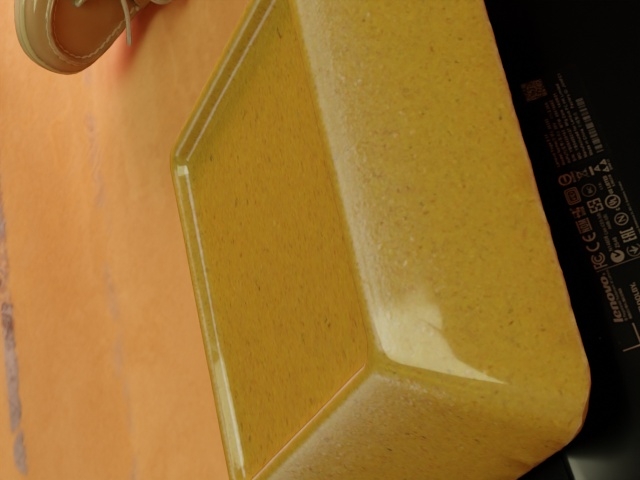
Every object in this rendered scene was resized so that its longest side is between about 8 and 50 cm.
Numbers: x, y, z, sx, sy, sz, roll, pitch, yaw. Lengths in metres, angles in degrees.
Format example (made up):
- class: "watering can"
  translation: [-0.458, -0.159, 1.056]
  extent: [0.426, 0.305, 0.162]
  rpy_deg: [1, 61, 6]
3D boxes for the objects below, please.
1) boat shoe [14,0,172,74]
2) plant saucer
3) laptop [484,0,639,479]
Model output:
- class: "boat shoe"
  translation: [-0.134, -0.249, 1.169]
  extent: [0.089, 0.104, 0.285]
  rpy_deg: [32, 100, 46]
- class: "plant saucer"
  translation: [0.000, 0.000, 0.872]
  extent: [0.333, 0.081, 0.333]
  rpy_deg: [126, 136, -58]
- class: "laptop"
  translation: [0.165, 0.039, 0.871]
  extent: [0.408, 0.236, 0.382]
  rpy_deg: [-20, 62, 6]
